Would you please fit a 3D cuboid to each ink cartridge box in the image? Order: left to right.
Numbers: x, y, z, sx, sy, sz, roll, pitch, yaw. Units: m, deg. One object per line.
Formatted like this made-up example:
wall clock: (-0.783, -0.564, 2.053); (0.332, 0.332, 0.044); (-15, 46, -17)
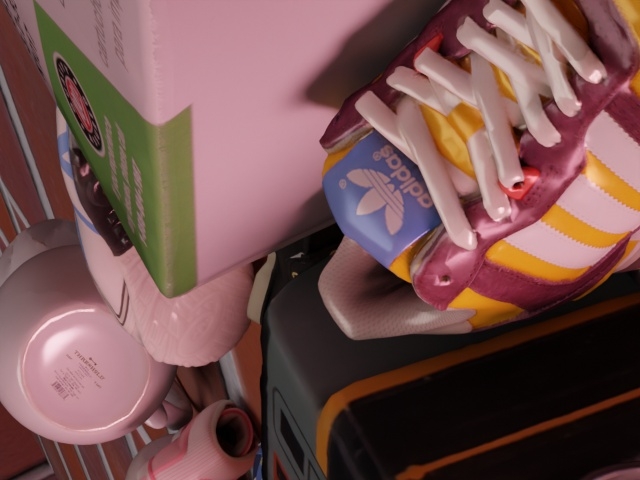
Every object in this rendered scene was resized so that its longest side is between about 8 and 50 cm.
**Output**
ink cartridge box: (-0.053, -0.157, 0.457); (0.278, 0.117, 0.201); (59, 166, 19)

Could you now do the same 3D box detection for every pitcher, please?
pitcher: (-0.142, 0.077, 1.266); (0.178, 0.125, 0.207); (44, -179, -14)

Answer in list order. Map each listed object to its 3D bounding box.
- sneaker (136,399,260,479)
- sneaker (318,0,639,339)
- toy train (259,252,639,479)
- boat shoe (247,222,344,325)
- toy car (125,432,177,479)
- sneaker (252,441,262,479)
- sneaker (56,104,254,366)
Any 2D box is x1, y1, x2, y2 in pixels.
sneaker: (-0.062, 0.130, 1.193); (0.051, 0.070, 0.134); (54, -165, 3)
sneaker: (0.045, -0.026, 0.398); (0.069, 0.084, 0.185); (59, 162, 21)
toy train: (0.058, 0.148, 0.556); (0.334, 0.142, 0.190); (89, 158, -47)
boat shoe: (0.001, -0.001, 0.713); (0.042, 0.049, 0.133); (30, 149, 14)
toy car: (-0.094, 0.236, 1.294); (0.182, 0.136, 0.159); (44, 157, 50)
sneaker: (-0.006, 0.108, 0.909); (0.144, 0.053, 0.059); (115, 151, -58)
sneaker: (-0.083, -0.032, 0.873); (0.086, 0.085, 0.237); (48, 159, 34)
